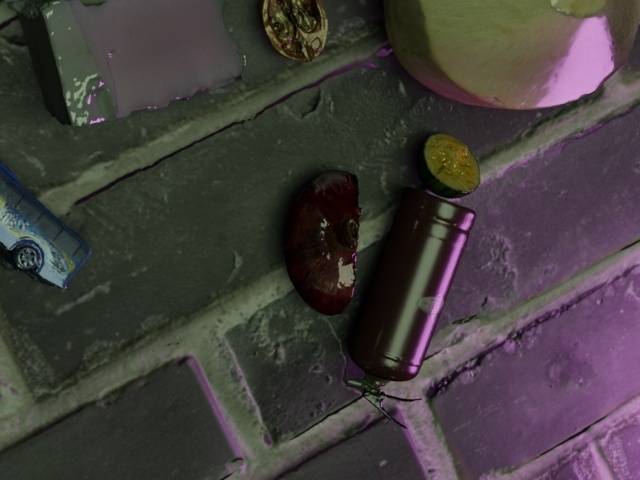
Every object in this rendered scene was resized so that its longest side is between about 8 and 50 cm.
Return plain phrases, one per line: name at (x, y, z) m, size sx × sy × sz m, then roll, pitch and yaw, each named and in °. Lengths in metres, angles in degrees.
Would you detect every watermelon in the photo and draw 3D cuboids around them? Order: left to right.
watermelon at (0.182, -0.103, 1.709) m, size 0.105 × 0.062 × 0.105 m, roll 16°, pitch 55°, yaw -24°

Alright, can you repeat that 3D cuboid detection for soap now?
soap at (-0.209, -0.245, 1.439) m, size 0.302 × 0.258 × 0.159 m, roll -14°, pitch 104°, yaw -18°

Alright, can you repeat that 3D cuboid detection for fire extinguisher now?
fire extinguisher at (0.129, 0.100, 1.705) m, size 0.135 × 0.114 × 0.337 m, roll 21°, pitch 94°, yaw -1°

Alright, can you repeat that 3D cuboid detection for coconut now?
coconut at (0.257, -0.328, 1.551) m, size 0.353 × 0.352 × 0.352 m, roll -4°, pitch 102°, yaw -20°

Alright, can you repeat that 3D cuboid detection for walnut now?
walnut at (-0.042, -0.304, 1.598) m, size 0.091 × 0.052 × 0.121 m, roll -28°, pitch 111°, yaw -15°

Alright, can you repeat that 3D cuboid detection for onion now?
onion at (0.000, 0.000, 1.632) m, size 0.098 × 0.151 × 0.205 m, roll 5°, pitch 82°, yaw -7°

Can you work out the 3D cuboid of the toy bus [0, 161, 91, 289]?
toy bus at (-0.410, -0.033, 1.509) m, size 0.236 × 0.079 × 0.094 m, roll 45°, pitch 67°, yaw -22°
